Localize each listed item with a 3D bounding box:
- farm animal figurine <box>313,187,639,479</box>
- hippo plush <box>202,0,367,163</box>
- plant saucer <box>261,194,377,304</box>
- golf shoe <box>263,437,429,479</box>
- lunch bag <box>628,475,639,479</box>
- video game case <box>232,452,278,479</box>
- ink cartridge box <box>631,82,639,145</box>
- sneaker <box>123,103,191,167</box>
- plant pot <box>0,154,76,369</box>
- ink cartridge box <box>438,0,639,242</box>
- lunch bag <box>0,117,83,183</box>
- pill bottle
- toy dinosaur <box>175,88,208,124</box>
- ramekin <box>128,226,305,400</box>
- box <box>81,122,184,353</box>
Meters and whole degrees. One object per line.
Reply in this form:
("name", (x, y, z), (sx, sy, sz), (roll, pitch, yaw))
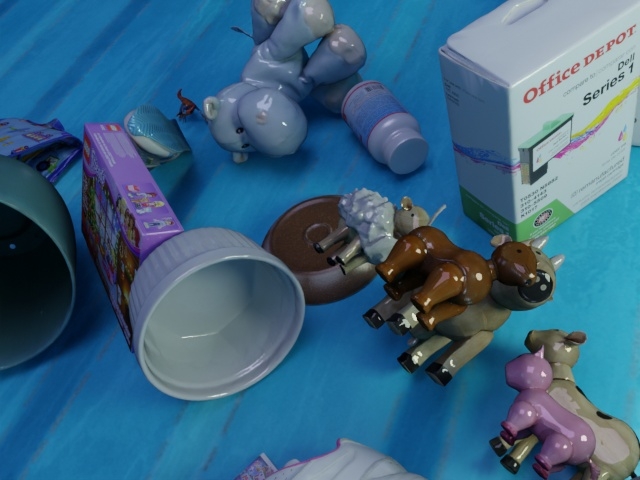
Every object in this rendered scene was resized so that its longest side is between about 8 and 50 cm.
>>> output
("farm animal figurine", (0.178, 0.084, 0.655), (0.172, 0.330, 0.327), (-39, 21, -11))
("hippo plush", (-0.094, -0.264, 1.025), (0.294, 0.234, 0.236), (19, 59, 30))
("plant saucer", (0.000, 0.000, 0.904), (0.199, 0.036, 0.198), (-10, 48, 12))
("golf shoe", (-0.037, 0.292, 0.595), (0.306, 0.115, 0.140), (-17, 30, -31))
("lunch bag", (0.204, 0.315, 0.447), (0.287, 0.169, 0.235), (-38, 55, 31))
("video game case", (-0.084, 0.305, 0.690), (0.122, 0.011, 0.087), (-40, 50, -15))
("ink cartridge box", (0.552, -0.317, 0.894), (0.279, 0.160, 0.384), (8, 55, 25))
("sneaker", (-0.283, -0.161, 1.047), (0.092, 0.229, 0.087), (-27, 90, 1))
("plant pot", (-0.498, 0.005, 0.918), (0.293, 0.293, 0.235), (-23, 32, -1))
("ink cartridge box", (0.272, -0.150, 0.771), (0.201, 0.278, 0.117), (-34, 48, -10))
("lunch bag", (-0.614, -0.153, 1.199), (0.221, 0.138, 0.293), (17, 49, 33))
("pill bottle", (0.101, -0.175, 0.981), (0.087, 0.087, 0.160), (-26, 48, -4))
("toy dinosaur", (-0.252, -0.250, 1.179), (0.047, 0.090, 0.082), (-30, 3, -20))
("ramekin", (-0.134, 0.082, 0.773), (0.207, 0.207, 0.109), (-34, 40, -10))
("box", (-0.280, -0.013, 0.903), (0.057, 0.201, 0.293), (-7, 39, -32))
